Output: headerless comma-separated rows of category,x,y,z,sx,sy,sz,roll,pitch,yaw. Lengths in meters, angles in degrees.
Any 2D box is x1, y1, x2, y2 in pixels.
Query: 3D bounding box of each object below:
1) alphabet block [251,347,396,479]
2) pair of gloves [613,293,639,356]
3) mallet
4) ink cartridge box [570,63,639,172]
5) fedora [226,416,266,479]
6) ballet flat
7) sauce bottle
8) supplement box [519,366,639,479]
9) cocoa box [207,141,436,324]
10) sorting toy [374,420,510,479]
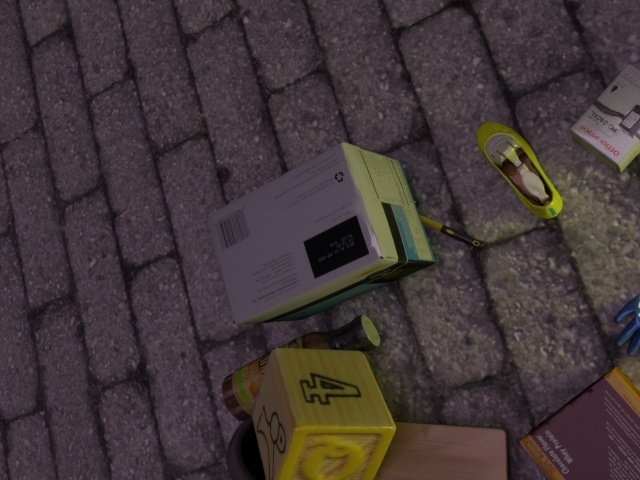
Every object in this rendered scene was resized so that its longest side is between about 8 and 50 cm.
alphabet block,-0.003,0.331,1.255,0.197,0.193,0.192,-113,33,-52
pair of gloves,0.604,0.153,1.148,0.198,0.023,0.159,33,98,26
mallet,0.227,-0.019,1.349,0.189,0.039,0.062,34,99,21
ink cartridge box,0.533,-0.212,1.208,0.109,0.063,0.150,45,102,23
fedora,-0.057,0.462,1.343,0.275,0.243,0.124,24,123,19
ballet flat,0.365,-0.139,1.272,0.077,0.077,0.231,-39,68,17
sauce bottle,-0.041,0.254,1.399,0.344,0.111,0.111,-31,71,18
supplement box,0.472,0.343,1.126,0.194,0.129,0.191,-44,68,14
cocoa box,0.000,0.000,1.324,0.347,0.228,0.232,-26,73,30
sorting toy,0.221,0.462,1.254,0.257,0.089,0.256,-4,82,26
